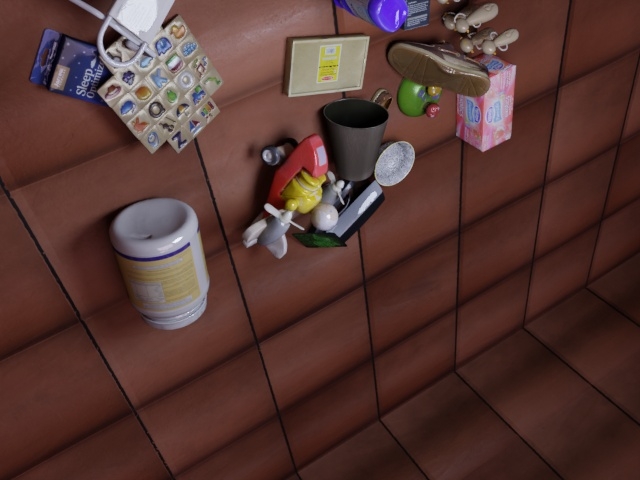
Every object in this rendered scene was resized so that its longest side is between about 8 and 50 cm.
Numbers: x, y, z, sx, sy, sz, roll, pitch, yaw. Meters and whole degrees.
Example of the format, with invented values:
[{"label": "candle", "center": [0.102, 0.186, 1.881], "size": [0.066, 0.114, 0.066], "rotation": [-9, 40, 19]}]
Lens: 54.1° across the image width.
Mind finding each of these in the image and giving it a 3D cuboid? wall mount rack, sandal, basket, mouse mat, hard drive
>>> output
[{"label": "wall mount rack", "center": [-0.443, -0.573, 1.373], "size": [0.304, 0.130, 0.350], "rotation": [31, 87, -50]}, {"label": "sandal", "center": [0.048, -0.111, 2.159], "size": [0.054, 0.097, 0.254], "rotation": [26, 117, -17]}, {"label": "basket", "center": [0.113, -0.314, 2.004], "size": [0.227, 0.204, 0.154], "rotation": [87, 17, -47]}, {"label": "mouse mat", "center": [0.000, 0.000, 2.159], "size": [0.190, 0.153, 0.007], "rotation": [40, 51, -68]}, {"label": "hard drive", "center": [0.129, -0.091, 2.219], "size": [0.254, 0.054, 0.172], "rotation": [-46, 166, 0]}]

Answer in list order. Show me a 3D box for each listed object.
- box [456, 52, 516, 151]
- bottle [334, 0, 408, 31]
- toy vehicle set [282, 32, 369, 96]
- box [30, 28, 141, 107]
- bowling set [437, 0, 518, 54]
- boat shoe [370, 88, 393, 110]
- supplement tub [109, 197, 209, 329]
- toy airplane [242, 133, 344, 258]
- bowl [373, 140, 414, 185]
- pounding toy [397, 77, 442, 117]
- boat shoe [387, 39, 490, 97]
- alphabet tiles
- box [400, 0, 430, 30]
[{"label": "box", "center": [0.586, -0.491, 2.237], "size": [0.142, 0.154, 0.300], "rotation": [-28, 136, -18]}, {"label": "bottle", "center": [0.108, -0.640, 1.652], "size": [0.092, 0.283, 0.118], "rotation": [-52, 138, 7]}, {"label": "toy vehicle set", "center": [0.018, -0.521, 1.858], "size": [0.267, 0.035, 0.166], "rotation": [-14, 129, -30]}, {"label": "box", "center": [-0.560, -0.404, 1.503], "size": [0.225, 0.036, 0.136], "rotation": [10, 115, -41]}, {"label": "bowling set", "center": [0.471, -0.670, 1.995], "size": [0.154, 0.287, 0.200], "rotation": [-30, 168, -13]}, {"label": "boat shoe", "center": [0.179, -0.407, 2.054], "size": [0.064, 0.060, 0.178], "rotation": [11, 115, -42]}, {"label": "supplement tub", "center": [-0.451, 0.070, 1.805], "size": [0.241, 0.241, 0.331], "rotation": [-22, 133, -23]}, {"label": "toy airplane", "center": [-0.076, -0.094, 1.938], "size": [0.386, 0.272, 0.384], "rotation": [-56, 163, -14]}, {"label": "bowl", "center": [0.237, -0.283, 2.182], "size": [0.170, 0.080, 0.170], "rotation": [-21, 133, -24]}, {"label": "pounding toy", "center": [0.380, -0.501, 2.101], "size": [0.237, 0.110, 0.183], "rotation": [-41, 138, -4]}, {"label": "boat shoe", "center": [0.381, -0.568, 1.997], "size": [0.342, 0.123, 0.123], "rotation": [16, 148, -5]}, {"label": "alphabet tiles", "center": [-0.400, -0.395, 1.607], "size": [0.285, 0.011, 0.342], "rotation": [-49, 139, -13]}, {"label": "box", "center": [0.233, -0.707, 1.792], "size": [0.093, 0.156, 0.158], "rotation": [-21, 132, -22]}]
